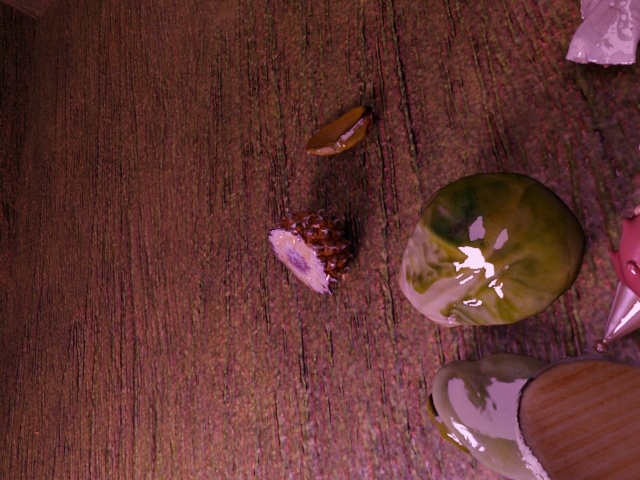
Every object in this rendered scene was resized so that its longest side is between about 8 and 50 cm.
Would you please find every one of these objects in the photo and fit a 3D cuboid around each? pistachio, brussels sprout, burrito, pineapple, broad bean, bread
[{"bbox_3d":[0.046,-0.213,1.058,0.173,0.049,0.089,-24,40,34],"label":"pistachio"},{"bbox_3d":[0.229,0.020,0.743,0.219,0.210,0.271,53,124,13],"label":"brussels sprout"},{"bbox_3d":[0.472,-0.441,0.764,0.117,0.076,0.392,19,90,42],"label":"burrito"},{"bbox_3d":[0.000,-0.002,0.996,0.137,0.161,0.176,-41,40,-25],"label":"pineapple"},{"bbox_3d":[0.259,0.244,0.719,0.228,0.100,0.169,-9,72,33],"label":"broad bean"},{"bbox_3d":[0.352,0.234,0.574,0.267,0.267,0.040,32,134,40],"label":"bread"}]

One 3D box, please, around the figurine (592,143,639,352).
[{"bbox_3d":[0.454,-0.021,0.610,0.207,0.166,0.387,22,107,12],"label":"figurine"}]
